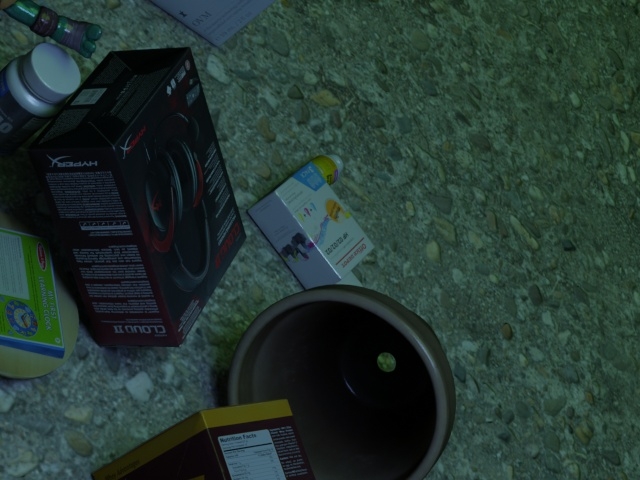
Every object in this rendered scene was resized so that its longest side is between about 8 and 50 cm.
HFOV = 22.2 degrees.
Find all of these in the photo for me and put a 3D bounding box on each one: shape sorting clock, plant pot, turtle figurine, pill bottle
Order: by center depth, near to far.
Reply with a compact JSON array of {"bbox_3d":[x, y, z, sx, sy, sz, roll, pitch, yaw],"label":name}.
[{"bbox_3d":[-0.338,-0.267,1.699,0.234,0.175,0.118,6,29,-35],"label":"turtle figurine"},{"bbox_3d":[-0.342,0.054,1.729,0.206,0.040,0.206,29,41,-30],"label":"shape sorting clock"},{"bbox_3d":[-0.332,-0.158,1.813,0.078,0.137,0.078,27,46,-32],"label":"pill bottle"},{"bbox_3d":[0.047,0.168,1.937,0.263,0.263,0.229,58,19,2],"label":"plant pot"},{"bbox_3d":[-0.002,-0.090,2.197,0.043,0.043,0.083,56,38,-1],"label":"pill bottle"}]

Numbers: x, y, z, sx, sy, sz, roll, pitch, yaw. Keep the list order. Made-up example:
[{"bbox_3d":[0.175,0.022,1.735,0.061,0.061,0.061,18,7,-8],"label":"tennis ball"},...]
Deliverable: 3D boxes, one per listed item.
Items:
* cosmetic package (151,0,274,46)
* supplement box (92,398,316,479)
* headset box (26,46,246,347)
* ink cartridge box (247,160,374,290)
[{"bbox_3d":[-0.143,-0.409,2.127,0.225,0.224,0.138,33,43,-27],"label":"cosmetic package"},{"bbox_3d":[-0.107,0.292,1.689,0.129,0.191,0.194,-2,66,-48],"label":"supplement box"},{"bbox_3d":[-0.192,-0.036,1.816,0.218,0.110,0.293,-61,144,-50],"label":"headset box"},{"bbox_3d":[0.000,0.000,2.121,0.181,0.061,0.104,53,38,-5],"label":"ink cartridge box"}]
